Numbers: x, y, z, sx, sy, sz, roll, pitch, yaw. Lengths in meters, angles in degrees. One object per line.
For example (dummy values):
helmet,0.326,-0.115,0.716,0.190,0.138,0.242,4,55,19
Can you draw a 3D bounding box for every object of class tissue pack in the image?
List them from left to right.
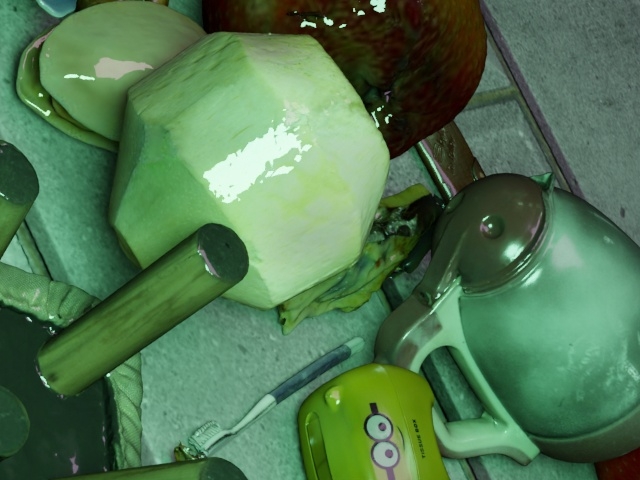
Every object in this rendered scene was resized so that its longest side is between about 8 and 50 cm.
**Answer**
tissue pack,0.048,0.212,1.869,0.127,0.123,0.178,5,63,-38

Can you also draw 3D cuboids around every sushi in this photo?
sushi,0.004,0.005,1.981,0.131,0.139,0.291,49,33,21

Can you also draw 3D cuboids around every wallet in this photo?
wallet,0.169,-0.064,2.268,0.095,0.026,0.176,-26,86,-54

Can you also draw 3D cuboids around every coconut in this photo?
coconut,-0.075,-0.059,1.736,0.259,0.259,0.259,27,48,-34

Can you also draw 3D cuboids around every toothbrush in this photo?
toothbrush,-0.038,0.149,1.902,0.026,0.024,0.288,48,38,10

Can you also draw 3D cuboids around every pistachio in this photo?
pistachio,-0.184,-0.154,1.861,0.223,0.126,0.152,-6,87,-38

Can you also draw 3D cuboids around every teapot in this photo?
teapot,0.204,0.090,2.027,0.315,0.233,0.312,-49,128,-7

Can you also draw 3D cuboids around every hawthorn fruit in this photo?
hawthorn fruit,0.010,-0.247,2.024,0.285,0.284,0.369,27,21,-34

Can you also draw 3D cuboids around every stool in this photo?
stool,-0.219,0.116,1.563,0.310,0.226,0.310,23,52,-36

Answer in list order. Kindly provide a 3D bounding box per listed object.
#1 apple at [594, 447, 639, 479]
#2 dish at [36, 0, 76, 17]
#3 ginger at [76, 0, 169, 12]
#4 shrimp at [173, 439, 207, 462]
apple,0.432,0.225,2.172,0.260,0.260,0.216,30,33,-31
dish,-0.308,-0.315,1.867,0.228,0.086,0.236,30,47,-30
ginger,-0.196,-0.255,1.958,0.103,0.073,0.162,22,49,-38
shrimp,-0.102,0.275,1.741,0.178,0.034,0.124,57,44,-9
